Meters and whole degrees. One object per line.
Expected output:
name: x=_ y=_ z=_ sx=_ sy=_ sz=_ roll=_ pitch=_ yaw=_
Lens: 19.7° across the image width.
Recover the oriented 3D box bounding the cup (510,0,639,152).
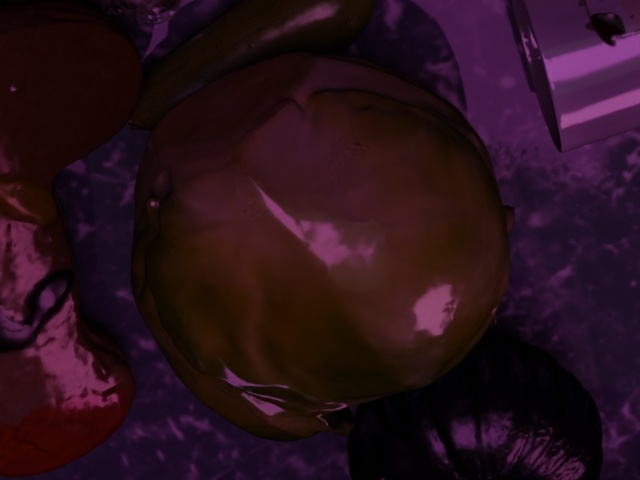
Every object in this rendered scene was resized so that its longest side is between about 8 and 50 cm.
cup: x=0.208 y=-0.160 z=1.263 sx=0.142 sy=0.173 sz=0.134 roll=-17 pitch=143 yaw=4

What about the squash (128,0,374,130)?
squash: x=-0.053 y=-0.133 z=1.287 sx=0.201 sy=0.066 sz=0.066 roll=-27 pitch=111 yaw=16

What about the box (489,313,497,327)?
box: x=0.098 y=0.016 z=1.371 sx=0.048 sy=0.025 sz=0.115 roll=-16 pitch=112 yaw=2

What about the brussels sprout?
brussels sprout: x=-0.002 y=0.002 z=1.252 sx=0.259 sy=0.227 sz=0.294 roll=-20 pitch=133 yaw=11

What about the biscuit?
biscuit: x=-0.293 y=0.022 z=1.240 sx=0.368 sy=0.076 sz=0.394 roll=-11 pitch=125 yaw=-25

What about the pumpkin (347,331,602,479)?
pumpkin: x=0.114 y=0.156 z=1.368 sx=0.194 sy=0.150 sz=0.194 roll=10 pitch=117 yaw=20

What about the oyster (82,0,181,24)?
oyster: x=-0.164 y=-0.219 z=1.249 sx=0.177 sy=0.064 sz=0.125 roll=25 pitch=105 yaw=-13
